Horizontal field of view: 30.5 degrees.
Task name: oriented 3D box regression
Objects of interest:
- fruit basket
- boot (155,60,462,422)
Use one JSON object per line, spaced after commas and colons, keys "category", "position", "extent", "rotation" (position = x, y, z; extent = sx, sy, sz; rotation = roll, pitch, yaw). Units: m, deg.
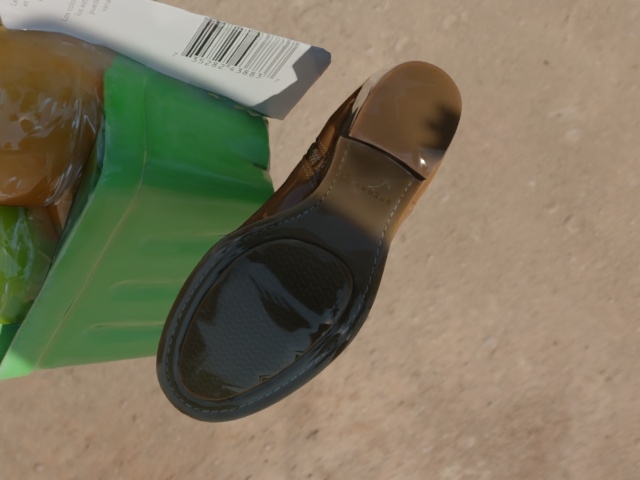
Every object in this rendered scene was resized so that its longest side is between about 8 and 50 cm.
{"category": "fruit basket", "position": [-0.218, -0.056, 0.657], "extent": [0.353, 0.327, 0.165], "rotation": [16, 51, -20]}
{"category": "boot", "position": [0.000, 0.000, 0.577], "extent": [0.073, 0.152, 0.197], "rotation": [41, 90, -2]}
